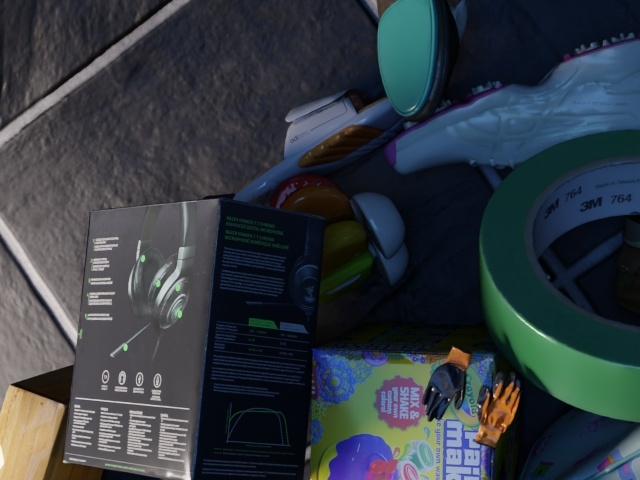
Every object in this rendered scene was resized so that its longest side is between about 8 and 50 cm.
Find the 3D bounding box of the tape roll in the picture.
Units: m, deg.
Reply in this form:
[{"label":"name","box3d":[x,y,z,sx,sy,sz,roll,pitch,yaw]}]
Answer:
[{"label":"tape roll","box3d":[0.309,0.025,1.406,0.321,0.321,0.077,7,135,12]}]

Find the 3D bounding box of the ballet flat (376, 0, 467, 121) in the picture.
[{"label":"ballet flat","box3d":[0.104,-0.256,1.568,0.095,0.096,0.280,-25,71,44]}]

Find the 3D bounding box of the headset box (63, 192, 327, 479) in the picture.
[{"label":"headset box","box3d":[-0.127,0.091,1.475,0.246,0.131,0.283,-5,79,52]}]

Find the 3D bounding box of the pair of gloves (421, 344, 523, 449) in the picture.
[{"label":"pair of gloves","box3d":[0.137,0.142,1.351,0.083,0.010,0.074,25,96,9]}]

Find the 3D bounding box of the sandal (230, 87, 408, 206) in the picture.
[{"label":"sandal","box3d":[-0.020,-0.106,1.614,0.265,0.102,0.076,-31,75,10]}]

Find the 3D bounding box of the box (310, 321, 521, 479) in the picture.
[{"label":"box","box3d":[0.102,0.239,1.509,0.177,0.279,0.290,2,92,12]}]

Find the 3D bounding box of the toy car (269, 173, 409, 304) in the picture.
[{"label":"toy car","box3d":[0.000,0.000,1.584,0.159,0.182,0.136,-29,69,-5]}]

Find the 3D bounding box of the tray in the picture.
[{"label":"tray","box3d":[-0.327,0.349,1.643,0.076,0.203,0.410,20,96,11]}]

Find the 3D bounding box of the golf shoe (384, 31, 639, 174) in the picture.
[{"label":"golf shoe","box3d":[0.220,-0.109,1.559,0.306,0.115,0.140,-19,91,13]}]

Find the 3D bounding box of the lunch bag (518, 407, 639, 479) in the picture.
[{"label":"lunch bag","box3d":[0.327,0.203,1.471,0.279,0.224,0.108,-36,97,28]}]

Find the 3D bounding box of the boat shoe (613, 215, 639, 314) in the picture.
[{"label":"boat shoe","box3d":[0.454,0.049,1.523,0.307,0.111,0.104,13,107,19]}]
